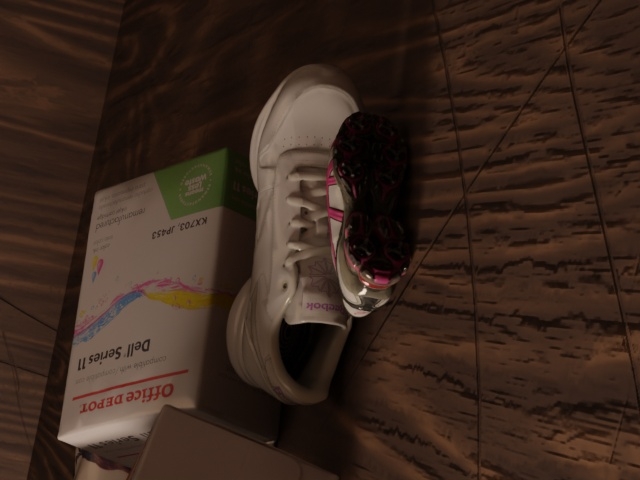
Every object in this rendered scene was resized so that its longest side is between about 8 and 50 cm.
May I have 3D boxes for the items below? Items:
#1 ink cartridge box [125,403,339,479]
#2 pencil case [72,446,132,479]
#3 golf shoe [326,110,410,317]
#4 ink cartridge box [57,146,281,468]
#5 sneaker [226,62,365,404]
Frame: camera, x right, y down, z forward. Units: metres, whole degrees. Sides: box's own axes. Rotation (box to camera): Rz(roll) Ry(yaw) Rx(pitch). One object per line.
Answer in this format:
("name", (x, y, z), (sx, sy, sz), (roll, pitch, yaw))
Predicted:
("ink cartridge box", (-0.112, 0.290, 1.589), (0.233, 0.168, 0.171), (119, 172, -47))
("pencil case", (-0.226, 0.354, 2.051), (0.183, 0.160, 0.410), (117, 162, -74))
("golf shoe", (0.032, -0.024, 1.554), (0.086, 0.067, 0.186), (118, 158, -52))
("ink cartridge box", (-0.144, 0.105, 1.857), (0.207, 0.119, 0.353), (-17, 57, 38))
("sneaker", (0.000, 0.000, 1.621), (0.152, 0.114, 0.305), (-146, 62, -65))
